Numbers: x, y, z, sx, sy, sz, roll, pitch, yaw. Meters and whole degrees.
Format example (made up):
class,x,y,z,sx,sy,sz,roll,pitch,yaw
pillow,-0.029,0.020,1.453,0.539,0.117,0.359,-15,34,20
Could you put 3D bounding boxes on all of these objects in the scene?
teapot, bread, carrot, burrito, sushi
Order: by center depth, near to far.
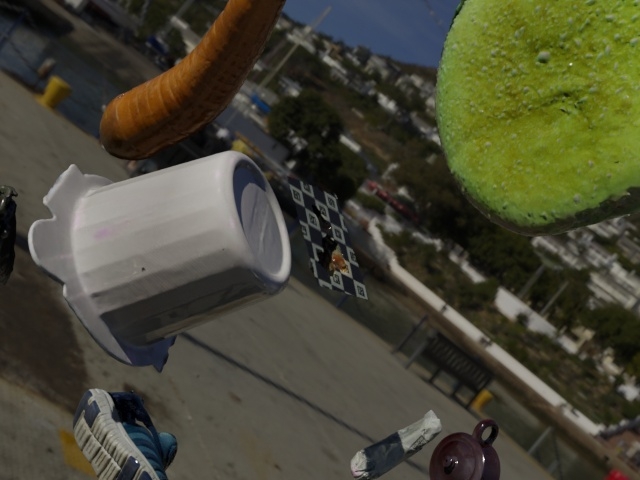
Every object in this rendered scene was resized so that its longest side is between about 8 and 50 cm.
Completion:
class,x,y,z,sx,sy,sz,roll,pitch,yaw
carrot,-0.093,-0.131,0.649,0.062,0.271,0.066,-25,89,-51
bread,0.220,-0.152,0.734,0.045,0.301,0.301,8,26,-47
teapot,0.134,0.210,0.769,0.045,0.100,0.068,32,-1,-36
sushi,0.000,0.000,1.280,0.139,0.031,0.200,20,47,-50
burrito,0.142,0.382,1.514,0.064,0.203,0.064,50,-25,33

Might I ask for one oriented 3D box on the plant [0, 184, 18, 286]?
class,x,y,z,sx,sy,sz,roll,pitch,yaw
plant,-0.291,-0.010,0.662,0.095,0.092,0.143,14,-32,2

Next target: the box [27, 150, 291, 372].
class,x,y,z,sx,sy,sz,roll,pitch,yaw
box,-0.169,-0.005,0.965,0.291,0.207,0.262,37,36,-65

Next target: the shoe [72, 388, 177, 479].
class,x,y,z,sx,sy,sz,roll,pitch,yaw
shoe,-0.218,0.262,0.997,0.106,0.091,0.207,2,39,-44
